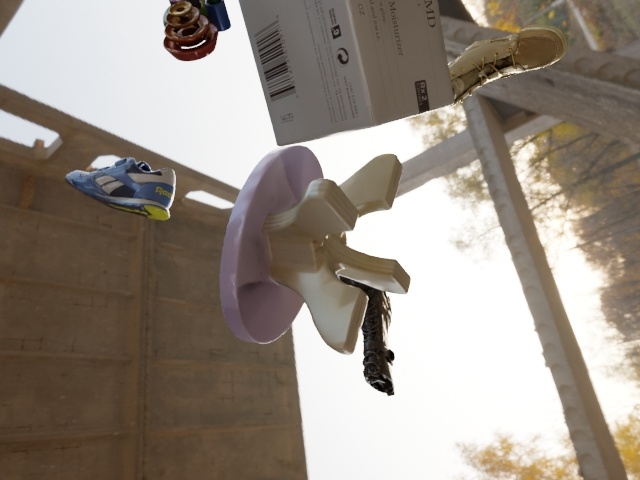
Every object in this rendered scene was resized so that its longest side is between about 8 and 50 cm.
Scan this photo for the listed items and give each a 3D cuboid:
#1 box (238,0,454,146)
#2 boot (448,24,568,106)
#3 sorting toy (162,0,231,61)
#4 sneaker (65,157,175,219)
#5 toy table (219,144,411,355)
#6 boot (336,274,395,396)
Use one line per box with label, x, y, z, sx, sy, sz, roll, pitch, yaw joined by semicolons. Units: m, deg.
box;0.021;-0.207;0.491;0.119;0.182;0.180;-24;-74;-32
boot;0.367;-0.375;1.011;0.203;0.262;0.095;-37;-60;-20
sorting toy;-0.113;-0.201;0.406;0.042;0.061;0.102;79;173;-54
sneaker;-0.229;-0.066;0.541;0.053;0.144;0.059;47;-122;-71
toy table;0.000;0.000;0.579;0.252;0.161;0.274;29;-112;-55
boot;0.113;0.197;1.014;0.263;0.091;0.229;53;-151;-40
